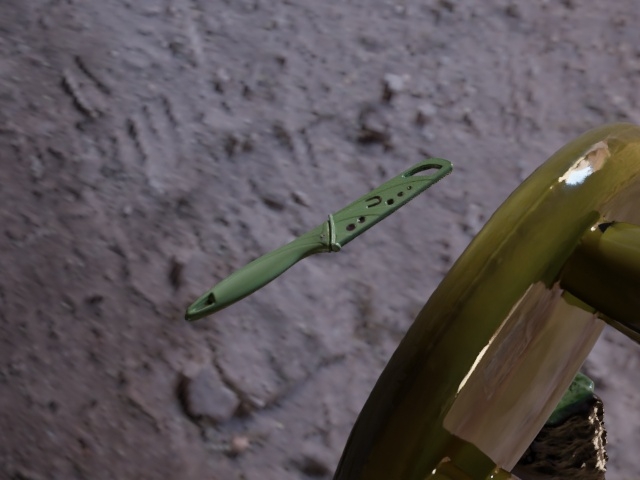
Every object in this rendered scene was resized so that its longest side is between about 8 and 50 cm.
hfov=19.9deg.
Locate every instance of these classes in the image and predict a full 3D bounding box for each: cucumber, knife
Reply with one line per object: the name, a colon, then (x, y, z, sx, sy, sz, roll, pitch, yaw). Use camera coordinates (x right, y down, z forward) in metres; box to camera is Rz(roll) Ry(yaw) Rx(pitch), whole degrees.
cucumber: (0.146, 0.143, 1.295, 0.086, 0.115, 0.193, -38, 146, -10)
knife: (0.000, 0.000, 1.203, 0.207, 0.030, 0.014, -32, 133, -10)

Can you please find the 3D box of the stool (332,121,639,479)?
stool: (0.073, 0.049, 0.353, 0.135, 0.110, 0.134, -39, 156, -41)
